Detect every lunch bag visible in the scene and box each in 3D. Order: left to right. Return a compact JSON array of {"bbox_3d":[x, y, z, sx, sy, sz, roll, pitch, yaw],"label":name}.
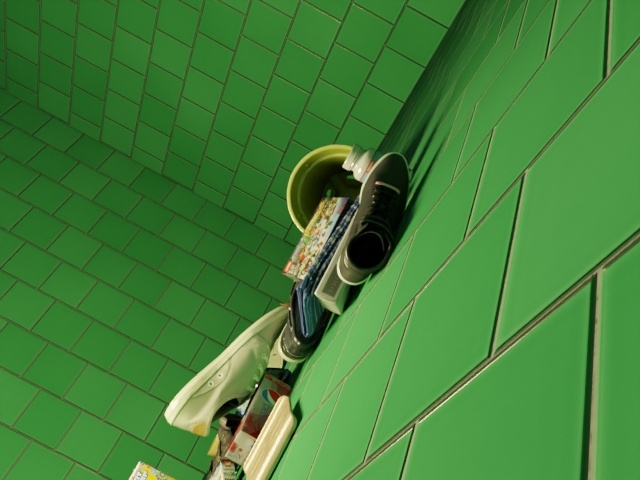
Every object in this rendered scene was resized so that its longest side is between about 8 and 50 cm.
[{"bbox_3d":[-0.155,0.430,1.811,0.151,0.096,0.129,1,-58,-59],"label":"lunch bag"}]

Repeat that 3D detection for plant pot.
[{"bbox_3d":[-0.303,0.675,2.134,0.134,0.095,0.134,-62,2,5],"label":"plant pot"},{"bbox_3d":[0.066,-0.124,1.855,0.276,0.276,0.254,-61,-10,5],"label":"plant pot"}]

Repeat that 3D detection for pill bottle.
[{"bbox_3d":[0.138,-0.170,1.553,0.087,0.160,0.087,-62,2,4],"label":"pill bottle"}]

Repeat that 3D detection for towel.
[{"bbox_3d":[0.045,0.057,1.548,0.336,0.040,0.243,-56,-19,-28],"label":"towel"}]

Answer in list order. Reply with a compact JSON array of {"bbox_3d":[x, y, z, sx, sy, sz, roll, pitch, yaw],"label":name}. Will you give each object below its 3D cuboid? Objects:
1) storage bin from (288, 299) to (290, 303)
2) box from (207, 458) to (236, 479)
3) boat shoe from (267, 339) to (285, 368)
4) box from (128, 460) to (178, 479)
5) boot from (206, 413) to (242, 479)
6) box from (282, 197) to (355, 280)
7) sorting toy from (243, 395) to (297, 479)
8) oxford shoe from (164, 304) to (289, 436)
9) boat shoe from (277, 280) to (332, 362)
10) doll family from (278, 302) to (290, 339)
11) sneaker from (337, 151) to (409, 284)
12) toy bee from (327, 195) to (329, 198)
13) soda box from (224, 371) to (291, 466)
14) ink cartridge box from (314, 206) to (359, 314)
[{"bbox_3d":[-0.096,0.279,2.459,0.122,0.084,0.180,-63,3,-25],"label":"storage bin"},{"bbox_3d":[-0.260,0.647,1.584,0.207,0.036,0.114,-60,31,35],"label":"box"},{"bbox_3d":[-0.158,0.442,2.246,0.233,0.084,0.079,-74,-28,-46],"label":"boat shoe"},{"bbox_3d":[-0.505,0.862,2.064,0.177,0.279,0.290,-63,3,-24],"label":"box"},{"bbox_3d":[-0.233,0.596,1.676,0.263,0.091,0.229,-172,96,-68],"label":"boot"},{"bbox_3d":[0.000,0.000,1.635,0.233,0.044,0.159,-62,24,-9],"label":"box"},{"bbox_3d":[-0.102,0.431,1.327,0.193,0.038,0.208,-62,7,-5],"label":"sorting toy"},{"bbox_3d":[-0.204,0.337,1.658,0.449,0.130,0.169,-43,-15,-38],"label":"oxford shoe"},{"bbox_3d":[-0.019,0.151,1.683,0.340,0.127,0.113,-65,5,-33],"label":"boat shoe"},{"bbox_3d":[-0.074,0.230,2.064,0.163,0.118,0.263,-63,2,-37],"label":"doll family"},{"bbox_3d":[0.123,-0.050,1.288,0.147,0.104,0.296,146,146,-82],"label":"sneaker"},{"bbox_3d":[0.078,-0.058,2.182,0.298,0.162,0.195,83,-162,-48],"label":"toy bee"},{"bbox_3d":[-0.146,0.439,1.564,0.092,0.083,0.263,-60,2,20],"label":"soda box"},{"bbox_3d":[0.085,0.043,1.505,0.275,0.060,0.239,-63,-16,-13],"label":"ink cartridge box"}]
